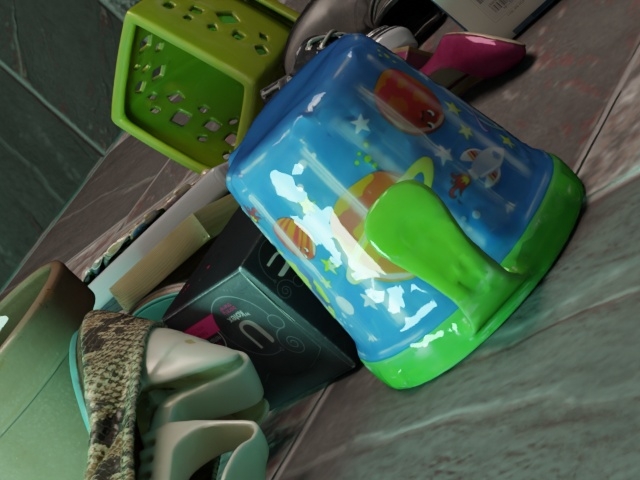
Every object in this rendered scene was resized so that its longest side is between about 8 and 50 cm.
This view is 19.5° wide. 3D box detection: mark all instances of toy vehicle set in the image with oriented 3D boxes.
[{"bbox_3d":[-0.120,-0.011,2.221,0.166,0.035,0.267,-40,-5,33],"label":"toy vehicle set"}]

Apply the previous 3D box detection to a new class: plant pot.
[{"bbox_3d":[-0.265,0.188,1.870,0.263,0.229,0.263,-45,12,13],"label":"plant pot"},{"bbox_3d":[-0.150,-0.252,2.715,0.207,0.228,0.227,-50,-17,-40],"label":"plant pot"}]

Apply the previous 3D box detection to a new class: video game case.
[{"bbox_3d":[-0.159,-0.014,2.359,0.329,0.036,0.300,-42,-5,28],"label":"video game case"}]

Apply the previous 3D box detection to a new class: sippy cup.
[{"bbox_3d":[0.053,-0.038,1.502,0.240,0.224,0.305,-55,14,-30],"label":"sippy cup"}]

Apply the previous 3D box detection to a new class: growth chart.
[{"bbox_3d":[-0.219,-0.007,2.321,0.237,0.021,0.172,-39,-4,1],"label":"growth chart"}]

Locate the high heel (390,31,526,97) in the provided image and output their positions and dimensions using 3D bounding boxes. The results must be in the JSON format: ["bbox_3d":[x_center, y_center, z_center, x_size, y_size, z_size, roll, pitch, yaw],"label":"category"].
[{"bbox_3d":[0.133,-0.155,1.986,0.244,0.082,0.117,-1,79,55],"label":"high heel"}]

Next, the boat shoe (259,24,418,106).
[{"bbox_3d":[0.013,-0.222,2.405,0.108,0.102,0.301,-23,-6,-33],"label":"boat shoe"}]

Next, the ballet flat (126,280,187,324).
[{"bbox_3d":[-0.197,0.120,2.172,0.280,0.095,0.096,-40,6,30],"label":"ballet flat"}]

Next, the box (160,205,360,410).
[{"bbox_3d":[0.000,0.000,1.744,0.165,0.143,0.270,-34,19,53],"label":"box"}]

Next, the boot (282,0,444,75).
[{"bbox_3d":[0.072,-0.298,2.487,0.338,0.118,0.223,-49,17,17],"label":"boot"}]

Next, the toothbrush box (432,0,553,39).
[{"bbox_3d":[0.241,-0.371,2.092,0.216,0.126,0.295,-42,15,30],"label":"toothbrush box"}]

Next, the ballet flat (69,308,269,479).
[{"bbox_3d":[-0.123,0.190,1.580,0.182,0.164,0.483,-30,27,15],"label":"ballet flat"}]
